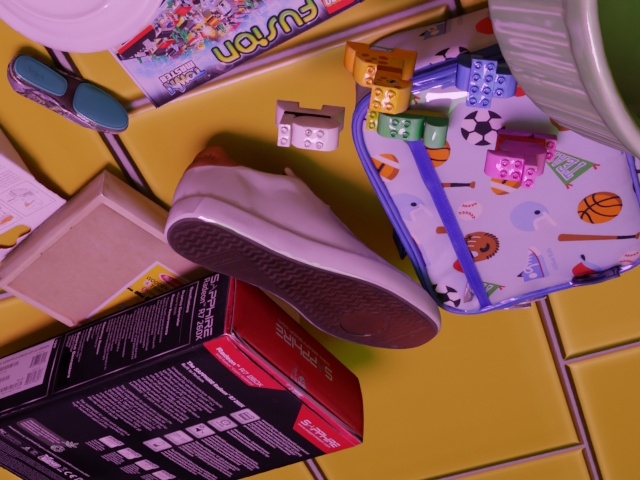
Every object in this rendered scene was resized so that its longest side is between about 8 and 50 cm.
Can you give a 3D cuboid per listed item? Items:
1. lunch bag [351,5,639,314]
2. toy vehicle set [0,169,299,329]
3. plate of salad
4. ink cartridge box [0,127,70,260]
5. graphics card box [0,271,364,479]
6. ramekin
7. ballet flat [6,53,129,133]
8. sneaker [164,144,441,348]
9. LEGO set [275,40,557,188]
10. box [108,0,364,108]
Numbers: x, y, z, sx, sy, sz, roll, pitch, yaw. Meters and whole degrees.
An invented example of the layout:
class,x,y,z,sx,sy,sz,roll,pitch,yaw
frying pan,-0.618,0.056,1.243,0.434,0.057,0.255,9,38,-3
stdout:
class,x,y,z,sx,sy,sz,roll,pitch,yaw
lunch bag,0.162,-0.061,0.938,0.243,0.115,0.303,-16,130,14
toy vehicle set,-0.171,0.054,1.061,0.166,0.035,0.267,-35,127,26
plate of salad,-0.196,-0.241,0.782,0.199,0.048,0.200,10,121,17
ink cartridge box,-0.360,-0.054,0.970,0.181,0.056,0.224,-25,147,18
graphics card box,-0.170,0.174,1.085,0.370,0.094,0.233,-23,134,25
ramekin,0.265,-0.194,0.724,0.303,0.148,0.304,-6,106,-22
ballet flat,-0.224,-0.126,0.912,0.114,0.041,0.041,29,124,-25
sneaker,0.000,0.000,0.967,0.290,0.123,0.106,30,136,-24
LEGO set,0.072,-0.098,0.785,0.227,0.093,0.087,7,119,5
box,-0.081,-0.200,0.848,0.207,0.036,0.114,-25,129,18
